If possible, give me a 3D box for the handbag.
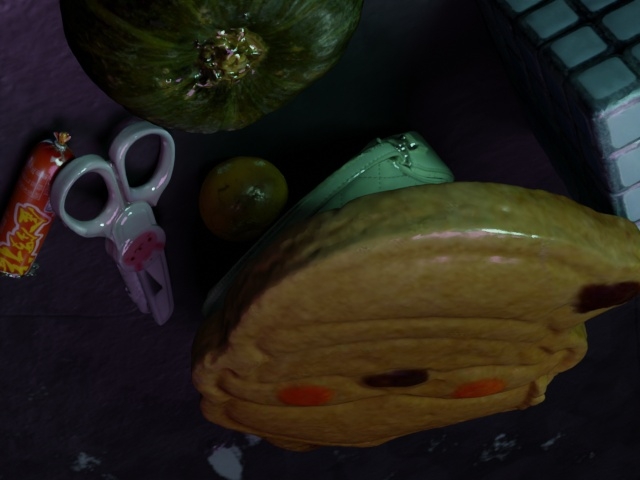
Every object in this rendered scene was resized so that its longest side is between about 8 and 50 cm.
[{"bbox_3d":[0.000,0.000,0.972,0.256,0.079,0.219,-44,168,20],"label":"handbag"}]

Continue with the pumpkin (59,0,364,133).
[{"bbox_3d":[-0.077,-0.179,0.778,0.223,0.157,0.224,-11,152,-6],"label":"pumpkin"}]

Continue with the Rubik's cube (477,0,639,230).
[{"bbox_3d":[0.298,-0.148,0.918,0.238,0.237,0.237,-27,134,4],"label":"Rubik's cube"}]

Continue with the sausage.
[{"bbox_3d":[-0.240,-0.033,0.925,0.050,0.048,0.145,32,118,0],"label":"sausage"}]

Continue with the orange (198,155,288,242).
[{"bbox_3d":[-0.070,-0.039,0.978,0.083,0.070,0.083,-10,150,-6],"label":"orange"}]

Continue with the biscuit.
[{"bbox_3d":[0.065,0.091,0.941,0.350,0.078,0.455,3,150,-8],"label":"biscuit"}]

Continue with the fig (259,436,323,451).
[{"bbox_3d":[-0.038,0.170,1.196,0.119,0.153,0.119,-1,91,-35],"label":"fig"}]

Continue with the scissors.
[{"bbox_3d":[-0.167,-0.002,0.985,0.118,0.030,0.242,-38,146,-22],"label":"scissors"}]
